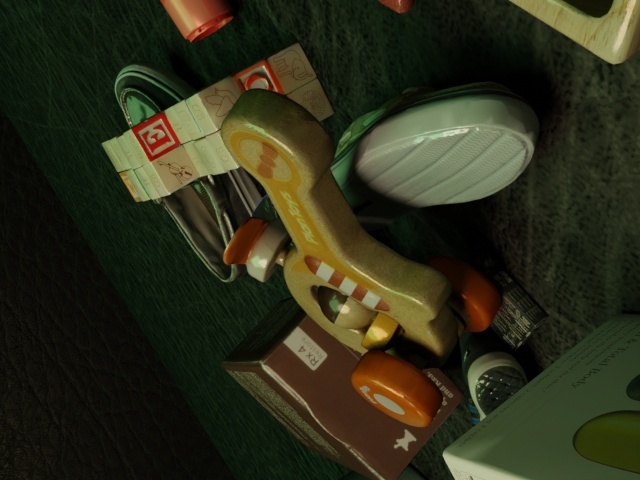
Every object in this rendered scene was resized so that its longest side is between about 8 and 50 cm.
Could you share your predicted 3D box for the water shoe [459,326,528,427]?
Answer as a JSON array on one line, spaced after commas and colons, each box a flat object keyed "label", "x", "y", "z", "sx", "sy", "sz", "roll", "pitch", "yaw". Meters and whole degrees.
[{"label": "water shoe", "x": 0.189, "y": 0.168, "z": 0.903, "sx": 0.080, "sy": 0.073, "sz": 0.203, "roll": -104, "pitch": -2, "yaw": -48}]

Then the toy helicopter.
[{"label": "toy helicopter", "x": 0.000, "y": 0.000, "z": 0.740, "sx": 0.235, "sy": 0.140, "sz": 0.355, "roll": 21, "pitch": 155, "yaw": 34}]

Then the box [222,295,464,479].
[{"label": "box", "x": 0.005, "y": 0.168, "z": 1.074, "sx": 0.191, "sy": 0.143, "sz": 0.381, "roll": 44, "pitch": 167, "yaw": -4}]

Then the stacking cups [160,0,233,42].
[{"label": "stacking cups", "x": -0.198, "y": -0.368, "z": 0.936, "sx": 0.316, "sy": 0.096, "sz": 0.096, "roll": 56, "pitch": 159, "yaw": -7}]

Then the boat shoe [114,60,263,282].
[{"label": "boat shoe", "x": -0.181, "y": -0.093, "z": 1.196, "sx": 0.121, "sy": 0.119, "sz": 0.335, "roll": -30, "pitch": 101, "yaw": 42}]

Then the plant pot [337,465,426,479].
[{"label": "plant pot", "x": 0.045, "y": 0.524, "z": 1.319, "sx": 0.341, "sy": 0.334, "sz": 0.341, "roll": 46, "pitch": 157, "yaw": 27}]

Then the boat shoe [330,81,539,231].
[{"label": "boat shoe", "x": 0.071, "y": -0.082, "z": 0.733, "sx": 0.109, "sy": 0.094, "sz": 0.302, "roll": 19, "pitch": 163, "yaw": -22}]

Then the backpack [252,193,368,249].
[{"label": "backpack", "x": -0.001, "y": -0.021, "z": 0.971, "sx": 0.120, "sy": 0.101, "sz": 0.098, "roll": 47, "pitch": 165, "yaw": 1}]

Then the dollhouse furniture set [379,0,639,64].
[{"label": "dollhouse furniture set", "x": 0.147, "y": -0.162, "z": 0.341, "sx": 0.374, "sy": 0.201, "sz": 0.152, "roll": 38, "pitch": 152, "yaw": 26}]

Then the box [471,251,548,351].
[{"label": "box", "x": 0.171, "y": 0.059, "z": 0.825, "sx": 0.083, "sy": 0.018, "sz": 0.067, "roll": 49, "pitch": 157, "yaw": 19}]

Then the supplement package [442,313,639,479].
[{"label": "supplement package", "x": 0.259, "y": 0.181, "z": 0.558, "sx": 0.198, "sy": 0.199, "sz": 0.263, "roll": 61, "pitch": 158, "yaw": -9}]

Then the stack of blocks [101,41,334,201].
[{"label": "stack of blocks", "x": -0.131, "y": -0.128, "z": 1.006, "sx": 0.087, "sy": 0.171, "sz": 0.297, "roll": 62, "pitch": 158, "yaw": -13}]
